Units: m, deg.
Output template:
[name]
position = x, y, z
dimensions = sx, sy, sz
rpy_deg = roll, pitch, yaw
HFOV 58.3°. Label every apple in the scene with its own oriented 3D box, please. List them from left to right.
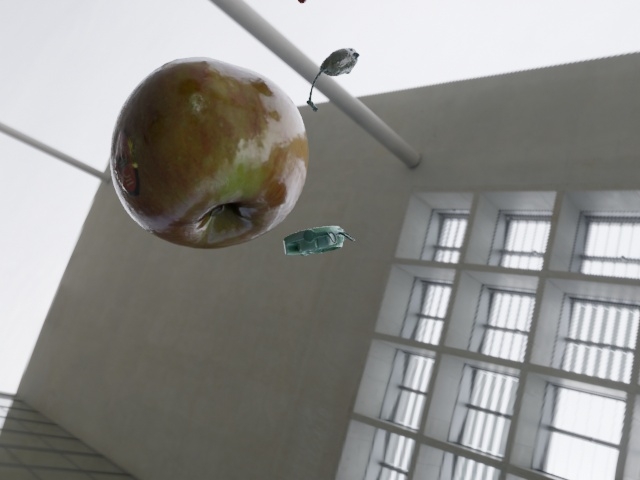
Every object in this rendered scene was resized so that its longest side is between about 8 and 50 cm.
[apple]
position = -0.222, -0.178, 1.156
dimensions = 0.400, 0.400, 0.334
rpy_deg = -28, -115, 30

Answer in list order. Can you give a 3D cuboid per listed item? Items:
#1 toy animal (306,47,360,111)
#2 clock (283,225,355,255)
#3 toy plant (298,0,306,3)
[toy animal]
position = 0.029, -0.482, 1.644
dimensions = 0.079, 0.070, 0.253
rpy_deg = 33, -118, 9
[clock]
position = 0.000, 0.000, 1.100
dimensions = 0.135, 0.101, 0.041
rpy_deg = -17, -102, 51
[toy plant]
position = 0.008, -0.615, 1.230
dimensions = 0.240, 0.088, 0.155
rpy_deg = 8, -65, 53
